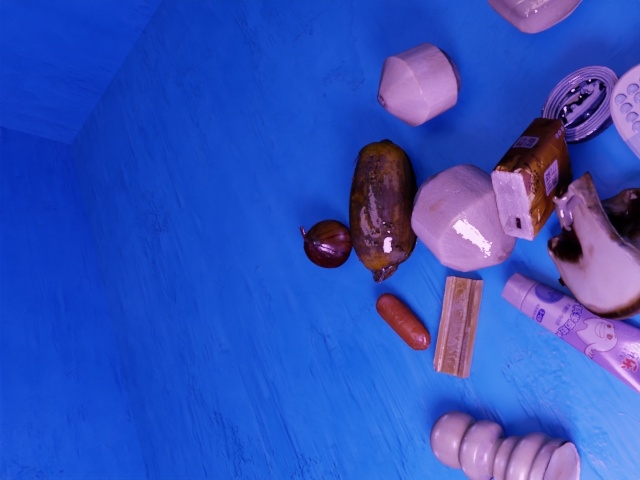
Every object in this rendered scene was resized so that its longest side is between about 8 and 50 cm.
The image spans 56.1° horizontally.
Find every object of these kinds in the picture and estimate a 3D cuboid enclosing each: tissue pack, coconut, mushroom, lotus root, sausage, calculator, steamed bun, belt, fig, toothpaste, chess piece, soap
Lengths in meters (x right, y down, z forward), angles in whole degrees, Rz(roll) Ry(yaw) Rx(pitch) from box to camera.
[{"bbox_3d":[0.467,-0.140,1.321,0.092,0.226,0.183,15,137,42],"label":"tissue pack"},{"bbox_3d":[0.252,-0.409,1.602,0.202,0.222,0.202,59,166,24],"label":"coconut"},{"bbox_3d":[0.615,0.017,1.266,0.292,0.212,0.217,54,160,29],"label":"mushroom"},{"bbox_3d":[0.169,-0.084,1.653,0.179,0.195,0.398,-11,77,47],"label":"lotus root"},{"bbox_3d":[0.224,0.220,1.623,0.197,0.076,0.076,48,114,38],"label":"sausage"},{"bbox_3d":[0.356,-0.045,1.439,0.266,0.237,0.237,47,114,37],"label":"coconut"},{"bbox_3d":[0.725,-0.234,1.219,0.188,0.042,0.303,-42,74,25],"label":"calculator"},{"bbox_3d":[0.537,-0.614,1.426,0.250,0.154,0.200,-50,55,17],"label":"steamed bun"},{"bbox_3d":[0.593,-0.302,1.364,0.190,0.082,0.141,-48,63,26],"label":"belt"},{"bbox_3d":[0.018,0.016,1.800,0.149,0.202,0.148,18,111,9],"label":"fig"},{"bbox_3d":[0.575,0.188,1.310,0.371,0.080,0.125,34,102,34],"label":"toothpaste"},{"bbox_3d":[0.392,0.486,1.362,0.330,0.182,0.182,9,89,49],"label":"chess piece"},{"bbox_3d":[0.349,0.218,1.531,0.092,0.037,0.252,8,88,45],"label":"soap"}]
